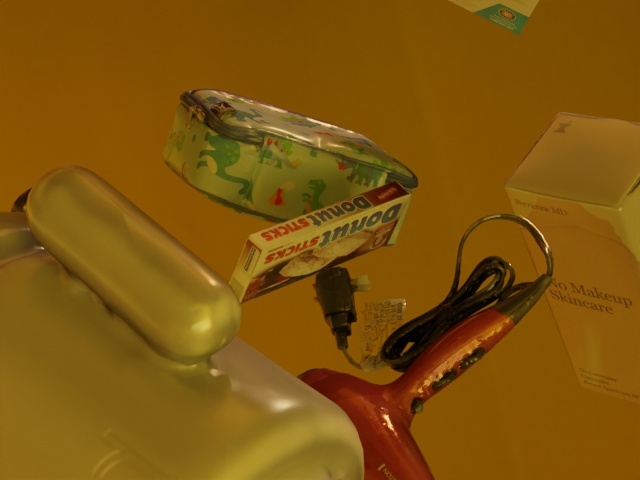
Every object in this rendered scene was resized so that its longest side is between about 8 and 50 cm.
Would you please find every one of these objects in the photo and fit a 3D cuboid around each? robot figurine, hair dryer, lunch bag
[{"bbox_3d":[-0.120,0.114,0.809,0.353,0.299,0.200,31,-153,28],"label":"robot figurine"},{"bbox_3d":[0.070,0.107,1.278,0.224,0.080,0.293,-18,-131,29],"label":"hair dryer"},{"bbox_3d":[-0.032,-0.072,1.522,0.219,0.090,0.176,15,-169,-22],"label":"lunch bag"}]

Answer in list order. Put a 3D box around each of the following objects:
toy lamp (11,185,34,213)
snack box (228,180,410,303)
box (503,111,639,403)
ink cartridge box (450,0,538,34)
[{"bbox_3d":[-0.199,0.078,1.391,0.080,0.080,0.274,-19,-120,-9],"label":"toy lamp"},{"bbox_3d":[0.000,0.000,1.354,0.178,0.064,0.022,-21,-124,-41],"label":"snack box"},{"bbox_3d":[0.316,0.026,1.675,0.148,0.311,0.121,13,-128,41],"label":"box"},{"bbox_3d":[0.185,-0.291,1.569,0.061,0.104,0.181,-63,180,-29],"label":"ink cartridge box"}]
